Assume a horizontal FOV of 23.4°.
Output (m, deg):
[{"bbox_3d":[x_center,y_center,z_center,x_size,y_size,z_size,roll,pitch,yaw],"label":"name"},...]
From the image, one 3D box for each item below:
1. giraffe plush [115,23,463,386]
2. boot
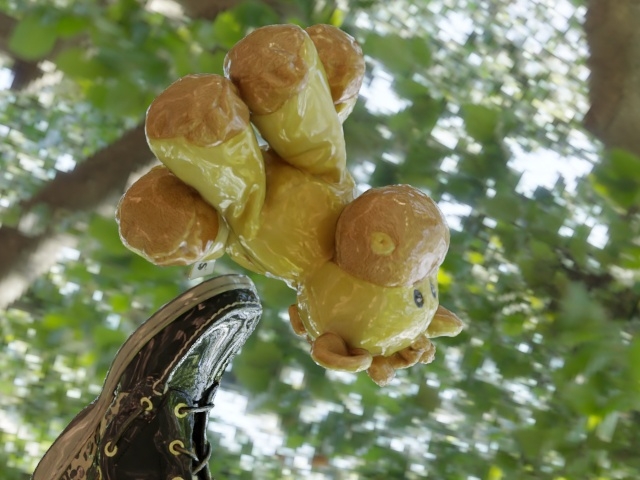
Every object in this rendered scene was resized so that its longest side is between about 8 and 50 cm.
[{"bbox_3d":[0.000,0.000,0.898,0.170,0.181,0.210,40,-33,24],"label":"giraffe plush"},{"bbox_3d":[-0.082,0.157,1.039,0.236,0.085,0.178,-50,-120,22],"label":"boot"}]
